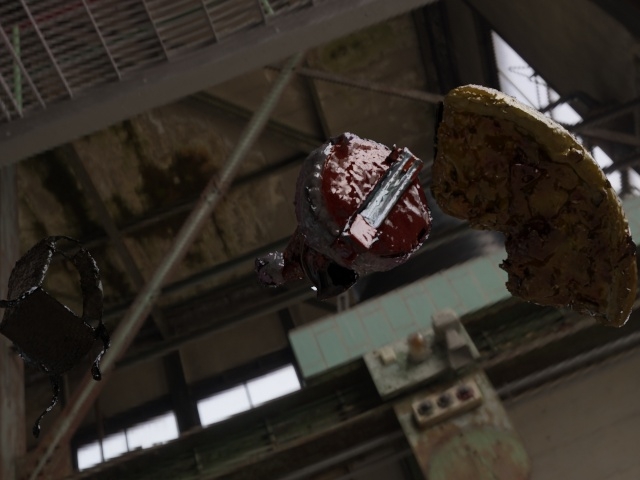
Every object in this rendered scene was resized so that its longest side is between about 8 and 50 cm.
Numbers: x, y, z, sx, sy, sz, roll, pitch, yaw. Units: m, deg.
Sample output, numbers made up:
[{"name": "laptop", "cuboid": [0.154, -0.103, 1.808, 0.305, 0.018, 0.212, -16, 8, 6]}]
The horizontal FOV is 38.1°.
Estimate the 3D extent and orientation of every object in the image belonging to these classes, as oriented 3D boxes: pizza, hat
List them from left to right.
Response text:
[{"name": "hat", "cuboid": [0.002, 0.004, 0.844, 0.129, 0.140, 0.227, 26, -36, -20]}, {"name": "pizza", "cuboid": [0.209, -0.023, 0.913, 0.161, 0.085, 0.305, -34, -72, 28]}]

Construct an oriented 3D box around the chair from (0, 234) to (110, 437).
[{"name": "chair", "cuboid": [-0.340, 0.099, 1.127, 0.149, 0.213, 0.174, 39, -67, -19]}]
